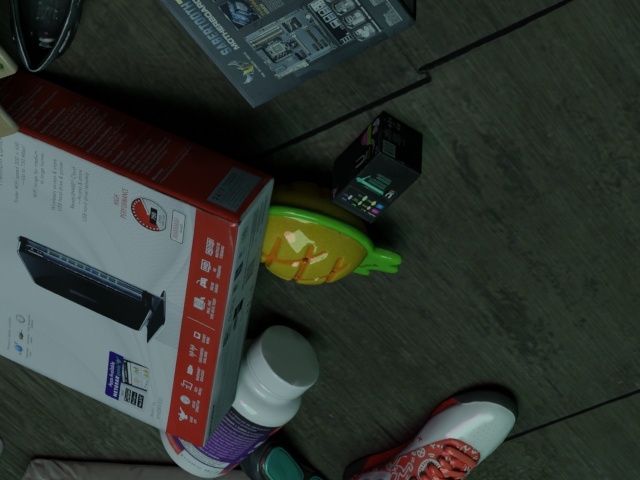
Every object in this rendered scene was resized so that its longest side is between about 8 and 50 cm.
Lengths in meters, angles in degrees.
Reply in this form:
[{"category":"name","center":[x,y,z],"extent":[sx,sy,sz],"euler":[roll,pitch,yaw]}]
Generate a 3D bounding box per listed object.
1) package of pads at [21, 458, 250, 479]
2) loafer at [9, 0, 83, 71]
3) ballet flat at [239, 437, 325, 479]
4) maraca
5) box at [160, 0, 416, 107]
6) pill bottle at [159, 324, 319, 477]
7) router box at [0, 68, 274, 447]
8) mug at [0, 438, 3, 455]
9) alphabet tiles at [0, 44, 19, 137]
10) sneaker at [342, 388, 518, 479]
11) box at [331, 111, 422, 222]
[{"category":"package of pads","center":[-0.223,0.384,2.013],"extent":[0.296,0.101,0.229],"euler":[3,133,6]},{"category":"loafer","center":[-0.238,-0.247,1.417],"extent":[0.076,0.078,0.223],"euler":[11,134,-4]},{"category":"ballet flat","center":[-0.040,0.298,1.937],"extent":[0.074,0.074,0.203],"euler":[-17,136,22]},{"category":"maraca","center":[0.000,0.000,1.616],"extent":[0.186,0.099,0.127],"euler":[26,162,-39]},{"category":"box","center":[-0.051,-0.245,1.408],"extent":[0.183,0.059,0.232],"euler":[-26,125,24]},{"category":"pill bottle","center":[-0.088,0.177,1.789],"extent":[0.108,0.108,0.193],"euler":[30,131,-20]},{"category":"router box","center":[-0.216,0.022,1.611],"extent":[0.301,0.082,0.335],"euler":[23,135,12]},{"category":"mug","center":[-0.432,0.274,1.957],"extent":[0.078,0.064,0.062],"euler":[-18,130,23]},{"category":"alphabet tiles","center":[-0.429,-0.211,1.442],"extent":[0.285,0.011,0.342],"euler":[-11,127,43]},{"category":"sneaker","center":[0.124,0.287,1.843],"extent":[0.090,0.145,0.270],"euler":[36,128,-25]},{"category":"box","center":[0.055,-0.070,1.563],"extent":[0.052,0.062,0.083],"euler":[28,131,-21]}]
